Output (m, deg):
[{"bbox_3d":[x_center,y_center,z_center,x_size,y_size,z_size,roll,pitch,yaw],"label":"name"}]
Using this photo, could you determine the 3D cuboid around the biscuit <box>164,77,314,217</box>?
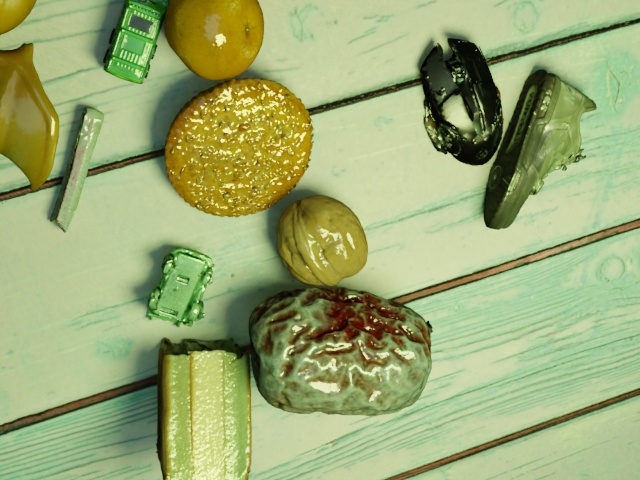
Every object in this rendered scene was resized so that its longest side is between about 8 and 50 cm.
[{"bbox_3d":[-0.129,-0.143,1.216,0.253,0.035,0.254,-11,128,-15],"label":"biscuit"}]

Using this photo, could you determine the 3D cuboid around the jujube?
[{"bbox_3d":[0.033,0.189,1.281,0.316,0.226,0.226,4,108,-11],"label":"jujube"}]

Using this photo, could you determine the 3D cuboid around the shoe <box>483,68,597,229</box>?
[{"bbox_3d":[0.402,-0.145,1.346,0.149,0.109,0.293,15,100,-13],"label":"shoe"}]

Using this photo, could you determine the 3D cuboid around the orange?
[{"bbox_3d":[-0.161,-0.320,1.123,0.136,0.159,0.159,12,111,27],"label":"orange"}]

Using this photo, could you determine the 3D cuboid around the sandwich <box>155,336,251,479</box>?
[{"bbox_3d":[-0.198,0.282,1.276,0.155,0.227,0.199,0,109,-15],"label":"sandwich"}]

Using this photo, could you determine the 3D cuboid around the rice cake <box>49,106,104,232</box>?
[{"bbox_3d":[-0.388,-0.111,1.194,0.033,0.033,0.208,14,106,-29],"label":"rice cake"}]

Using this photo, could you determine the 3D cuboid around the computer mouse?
[{"bbox_3d":[0.253,-0.232,1.298,0.146,0.077,0.242,-29,113,-6],"label":"computer mouse"}]

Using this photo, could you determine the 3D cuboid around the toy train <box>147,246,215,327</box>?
[{"bbox_3d":[-0.241,0.084,1.281,0.099,0.081,0.149,18,98,-19],"label":"toy train"}]

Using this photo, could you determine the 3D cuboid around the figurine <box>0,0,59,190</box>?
[{"bbox_3d":[-0.481,-0.286,0.984,0.400,0.268,0.387,30,113,-11],"label":"figurine"}]

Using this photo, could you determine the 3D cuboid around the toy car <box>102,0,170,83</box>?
[{"bbox_3d":[-0.274,-0.320,1.134,0.071,0.062,0.165,18,103,-19],"label":"toy car"}]

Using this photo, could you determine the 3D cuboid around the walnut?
[{"bbox_3d":[0.000,0.000,1.280,0.166,0.149,0.167,7,124,10],"label":"walnut"}]
